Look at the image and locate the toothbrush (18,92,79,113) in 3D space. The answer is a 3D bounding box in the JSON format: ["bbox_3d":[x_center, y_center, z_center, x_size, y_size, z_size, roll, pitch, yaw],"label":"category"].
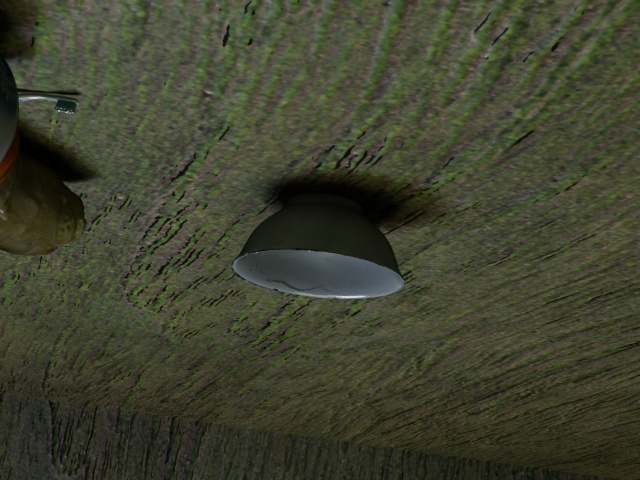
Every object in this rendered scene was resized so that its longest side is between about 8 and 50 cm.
[{"bbox_3d":[-0.300,-0.133,1.186,0.162,0.017,0.014,8,159,9],"label":"toothbrush"}]

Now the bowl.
[{"bbox_3d":[0.000,0.000,1.402,0.189,0.086,0.189,5,162,2],"label":"bowl"}]

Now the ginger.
[{"bbox_3d":[-0.336,-0.051,1.312,0.116,0.109,0.263,29,172,22],"label":"ginger"}]

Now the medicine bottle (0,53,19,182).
[{"bbox_3d":[-0.329,-0.120,0.981,0.157,0.157,0.288,3,164,11],"label":"medicine bottle"}]
